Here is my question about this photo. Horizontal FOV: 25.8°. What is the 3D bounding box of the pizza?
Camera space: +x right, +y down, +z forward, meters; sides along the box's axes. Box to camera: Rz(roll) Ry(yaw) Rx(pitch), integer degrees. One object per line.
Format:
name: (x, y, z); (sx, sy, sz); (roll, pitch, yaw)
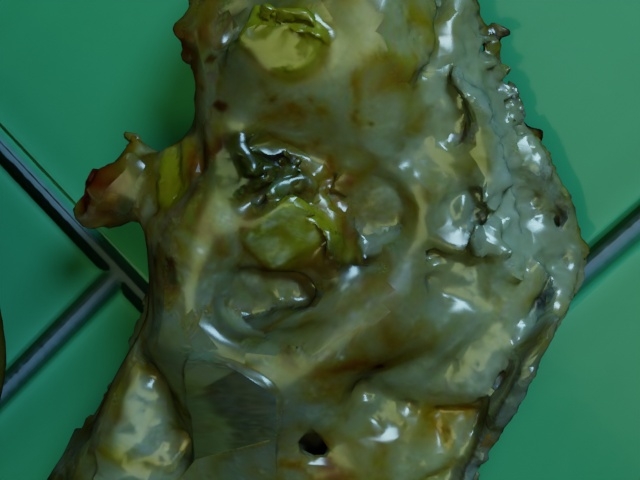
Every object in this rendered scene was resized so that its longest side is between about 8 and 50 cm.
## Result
pizza: (0.000, 0.000, 0.516); (0.189, 0.071, 0.296); (21, 107, 10)

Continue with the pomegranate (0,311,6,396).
pomegranate: (-0.244, 0.043, 0.494); (0.264, 0.264, 0.264); (3, 103, 14)
